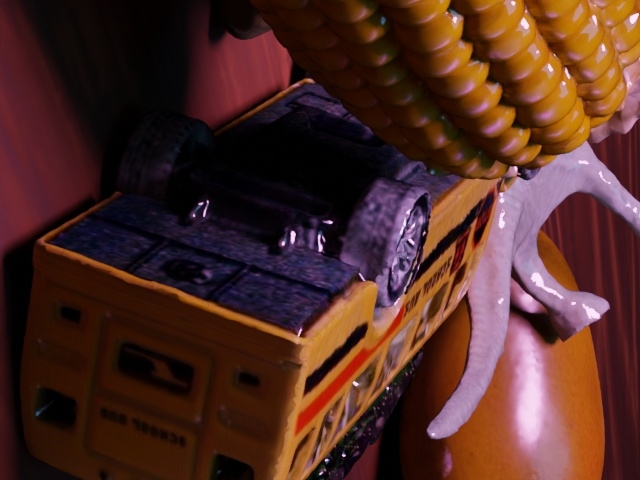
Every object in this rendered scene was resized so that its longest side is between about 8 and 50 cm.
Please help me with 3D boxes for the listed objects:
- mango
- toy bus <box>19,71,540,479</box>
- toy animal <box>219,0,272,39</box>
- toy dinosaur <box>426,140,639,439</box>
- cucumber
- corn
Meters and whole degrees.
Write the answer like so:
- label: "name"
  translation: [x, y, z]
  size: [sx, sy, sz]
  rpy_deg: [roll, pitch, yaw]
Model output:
- label: "mango"
  translation: [0.114, 0.095, 1.178]
  size: [0.151, 0.120, 0.221]
  rpy_deg: [36, 55, -64]
- label: "toy bus"
  translation: [0.000, 0.000, 0.812]
  size: [0.335, 0.121, 0.123]
  rpy_deg: [-40, 144, -63]
- label: "toy animal"
  translation: [0.021, -0.193, 0.812]
  size: [0.103, 0.101, 0.218]
  rpy_deg: [62, 41, -59]
- label: "toy dinosaur"
  translation: [0.115, -0.020, 1.082]
  size: [0.205, 0.092, 0.393]
  rpy_deg: [45, 51, -13]
- label: "cucumber"
  translation: [-0.001, 0.094, 0.945]
  size: [0.187, 0.058, 0.058]
  rpy_deg: [-48, 142, -57]
- label: "corn"
  translation: [-0.002, -0.156, 0.624]
  size: [0.387, 0.144, 0.144]
  rpy_deg: [45, 54, -43]
